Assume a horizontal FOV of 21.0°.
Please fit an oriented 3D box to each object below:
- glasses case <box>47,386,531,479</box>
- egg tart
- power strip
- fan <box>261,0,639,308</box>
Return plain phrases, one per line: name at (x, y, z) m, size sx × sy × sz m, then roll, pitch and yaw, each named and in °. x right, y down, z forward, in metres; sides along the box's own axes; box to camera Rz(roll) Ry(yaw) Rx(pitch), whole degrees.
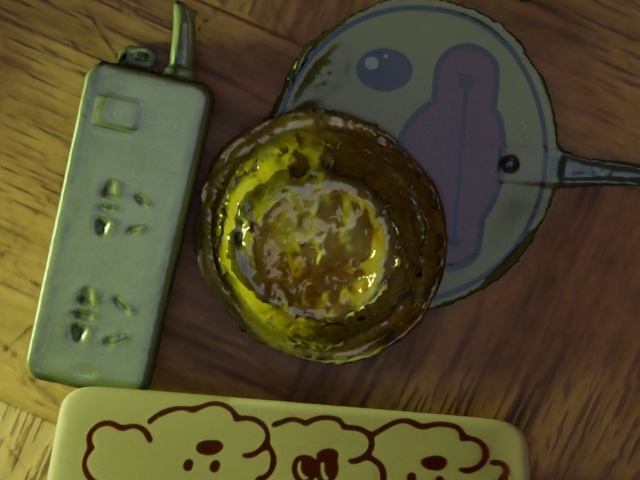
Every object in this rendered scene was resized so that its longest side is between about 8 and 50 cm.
glasses case at (-0.022, 0.189, 1.210) m, size 0.337 × 0.076 × 0.144 m, roll 4°, pitch 51°, yaw -2°
egg tart at (0.000, 0.000, 1.228) m, size 0.191 × 0.074 × 0.191 m, roll 0°, pitch 97°, yaw 1°
power strip at (-0.138, -0.033, 1.246) m, size 0.093 × 0.053 × 0.288 m, roll 13°, pitch 97°, yaw 1°
fan at (0.108, -0.059, 1.255) m, size 0.335 × 0.011 × 0.229 m, roll 4°, pitch 97°, yaw 1°
